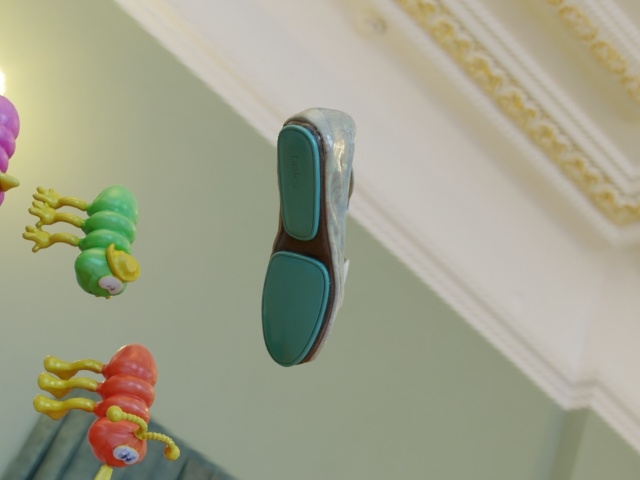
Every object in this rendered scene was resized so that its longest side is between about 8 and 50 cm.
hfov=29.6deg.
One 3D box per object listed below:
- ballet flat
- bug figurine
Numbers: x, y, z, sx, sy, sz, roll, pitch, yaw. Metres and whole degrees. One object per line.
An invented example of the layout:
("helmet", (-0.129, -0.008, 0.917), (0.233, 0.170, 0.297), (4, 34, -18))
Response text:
("ballet flat", (0.000, 0.000, 0.747), (0.057, 0.052, 0.168), (22, -63, 34))
("bug figurine", (-0.183, 0.023, 0.755), (0.072, 0.216, 0.279), (-21, -40, 28))
